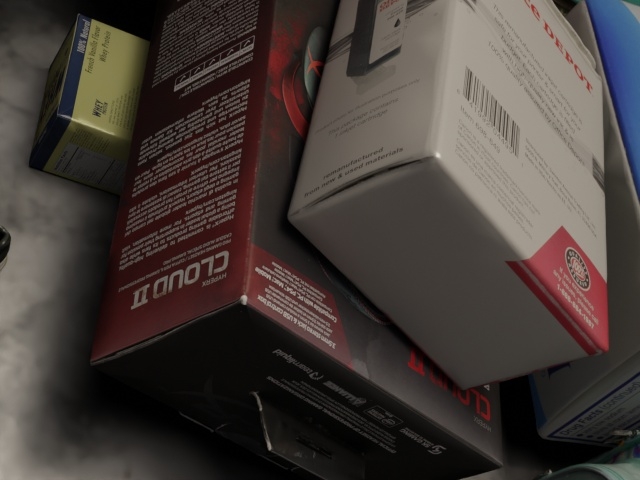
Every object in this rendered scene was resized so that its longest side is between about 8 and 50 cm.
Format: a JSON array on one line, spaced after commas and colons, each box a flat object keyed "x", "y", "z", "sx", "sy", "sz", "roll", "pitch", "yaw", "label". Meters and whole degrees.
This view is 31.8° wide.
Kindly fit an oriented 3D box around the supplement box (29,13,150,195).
[{"x": -0.125, "y": -0.079, "z": 0.692, "sx": 0.083, "sy": 0.056, "sz": 0.083, "roll": 19, "pitch": 53, "yaw": -23, "label": "supplement box"}]

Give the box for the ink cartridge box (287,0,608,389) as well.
[{"x": 0.078, "y": -0.056, "z": 0.602, "sx": 0.158, "sy": 0.092, "sz": 0.218, "roll": 45, "pitch": 40, "yaw": -31, "label": "ink cartridge box"}]

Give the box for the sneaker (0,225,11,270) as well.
[{"x": -0.205, "y": 0.004, "z": 0.599, "sx": 0.083, "sy": 0.035, "sz": 0.031, "roll": -12, "pitch": 67, "yaw": -38, "label": "sneaker"}]

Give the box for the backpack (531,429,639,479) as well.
[{"x": 0.210, "y": 0.187, "z": 0.647, "sx": 0.144, "sy": 0.188, "sz": 0.166, "roll": 7, "pitch": 58, "yaw": -30, "label": "backpack"}]

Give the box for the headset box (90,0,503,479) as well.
[{"x": 0.000, "y": 0.000, "z": 0.644, "sx": 0.218, "sy": 0.110, "sz": 0.293, "roll": 37, "pitch": 43, "yaw": -37, "label": "headset box"}]

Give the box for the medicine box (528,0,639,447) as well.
[{"x": 0.280, "y": 0.004, "z": 0.775, "sx": 0.289, "sy": 0.149, "sz": 0.263, "roll": 12, "pitch": 53, "yaw": -24, "label": "medicine box"}]

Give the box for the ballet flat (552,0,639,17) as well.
[{"x": 0.171, "y": -0.285, "z": 0.952, "sx": 0.482, "sy": 0.164, "sz": 0.182, "roll": 11, "pitch": 19, "yaw": -18, "label": "ballet flat"}]
